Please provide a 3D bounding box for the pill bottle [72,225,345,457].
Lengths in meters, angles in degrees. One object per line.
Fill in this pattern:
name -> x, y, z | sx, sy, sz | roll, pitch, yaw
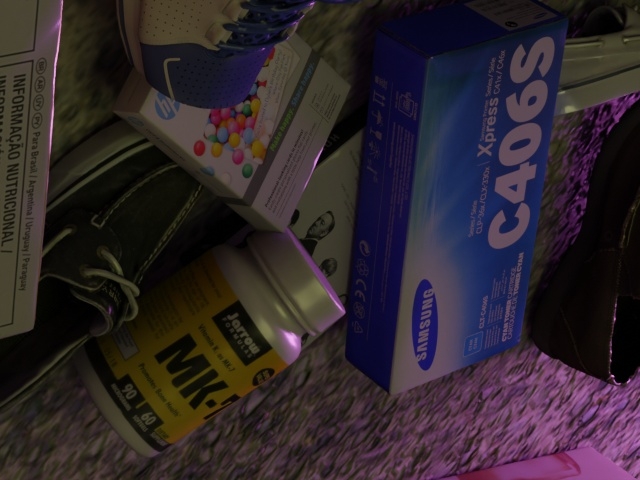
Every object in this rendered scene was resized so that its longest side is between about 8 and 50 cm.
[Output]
pill bottle -> -0.092, 0.078, 1.608 | 0.208, 0.119, 0.119 | -35, 139, 3

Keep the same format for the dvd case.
dvd case -> 0.000, 0.000, 1.737 | 0.238, 0.029, 0.179 | -40, 138, -13

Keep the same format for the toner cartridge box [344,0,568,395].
toner cartridge box -> 0.119, -0.041, 1.736 | 0.165, 0.075, 0.348 | -18, 128, -32

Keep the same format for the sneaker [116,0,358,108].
sneaker -> -0.027, -0.198, 1.325 | 0.127, 0.182, 0.315 | -13, 139, -37

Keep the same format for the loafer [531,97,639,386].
loafer -> 0.339, -0.003, 1.936 | 0.134, 0.130, 0.366 | -13, 134, -37

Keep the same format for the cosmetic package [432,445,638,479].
cosmetic package -> 0.214, 0.334, 2.097 | 0.296, 0.129, 0.153 | -4, 120, -40

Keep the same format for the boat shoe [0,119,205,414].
boat shoe -> -0.195, 0.036, 1.516 | 0.335, 0.119, 0.121 | -45, 138, -12

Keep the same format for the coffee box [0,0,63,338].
coffee box -> -0.367, -0.133, 1.074 | 0.334, 0.337, 0.338 | -14, 127, -36

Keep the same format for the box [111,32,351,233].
box -> -0.067, -0.114, 1.532 | 0.186, 0.038, 0.145 | 40, 66, -40

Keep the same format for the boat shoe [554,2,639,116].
boat shoe -> 0.283, -0.183, 1.816 | 0.258, 0.095, 0.084 | -22, 99, -41
